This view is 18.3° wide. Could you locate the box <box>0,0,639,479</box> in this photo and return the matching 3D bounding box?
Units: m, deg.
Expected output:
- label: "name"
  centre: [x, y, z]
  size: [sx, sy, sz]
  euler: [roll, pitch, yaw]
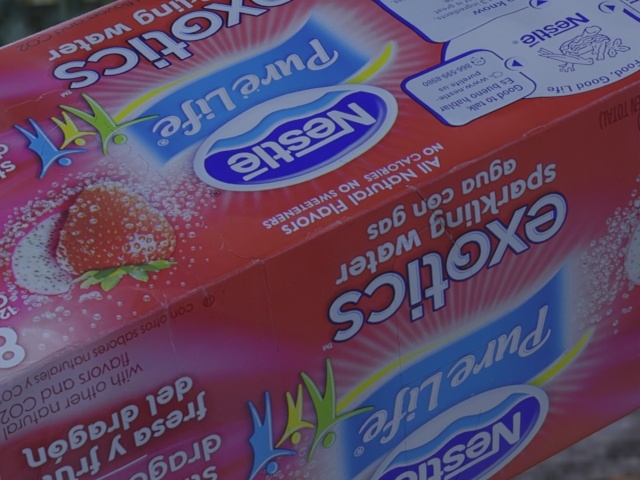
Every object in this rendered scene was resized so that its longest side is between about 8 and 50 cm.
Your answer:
- label: "box"
  centre: [0.000, 0.000, 0.552]
  size: [0.128, 0.257, 0.123]
  euler: [41, 148, 43]
